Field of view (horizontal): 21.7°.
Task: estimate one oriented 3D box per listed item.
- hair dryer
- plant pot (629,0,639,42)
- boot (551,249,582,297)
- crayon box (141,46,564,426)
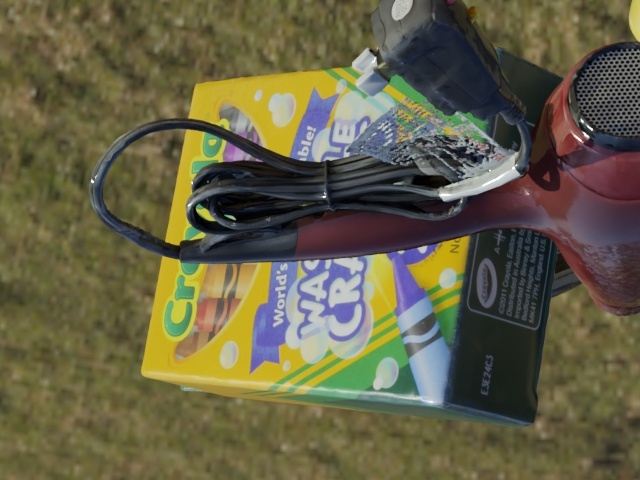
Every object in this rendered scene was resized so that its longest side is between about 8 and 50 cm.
[{"bbox_3d":[0.068,-0.030,0.745,0.293,0.080,0.224,22,150,-37],"label":"hair dryer"},{"bbox_3d":[0.391,-0.133,1.517,0.254,0.254,0.239,8,118,-4],"label":"plant pot"},{"bbox_3d":[0.090,-0.022,1.272,0.236,0.178,0.085,-12,169,-24],"label":"boot"},{"bbox_3d":[0.000,0.000,1.042,0.083,0.203,0.323,18,168,-40],"label":"crayon box"}]
